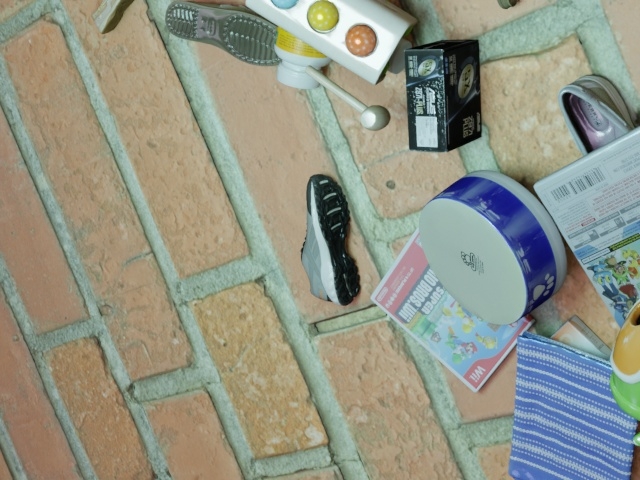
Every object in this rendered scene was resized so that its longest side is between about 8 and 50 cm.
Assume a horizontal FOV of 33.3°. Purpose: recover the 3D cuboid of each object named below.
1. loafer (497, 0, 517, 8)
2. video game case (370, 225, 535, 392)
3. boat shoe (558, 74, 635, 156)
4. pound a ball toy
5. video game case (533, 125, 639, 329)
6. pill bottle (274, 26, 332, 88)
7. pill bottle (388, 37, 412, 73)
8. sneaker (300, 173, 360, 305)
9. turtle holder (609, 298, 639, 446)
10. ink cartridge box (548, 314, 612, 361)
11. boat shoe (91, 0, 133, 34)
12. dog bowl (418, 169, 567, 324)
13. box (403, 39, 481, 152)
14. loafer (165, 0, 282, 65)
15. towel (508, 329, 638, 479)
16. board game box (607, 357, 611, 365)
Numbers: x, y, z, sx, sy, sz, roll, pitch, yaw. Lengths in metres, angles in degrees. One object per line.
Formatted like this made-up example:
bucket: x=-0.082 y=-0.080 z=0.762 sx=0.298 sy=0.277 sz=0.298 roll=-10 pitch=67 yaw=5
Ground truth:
loafer: x=0.335 y=-0.460 z=1.804 sx=0.050 sy=0.056 sz=0.148 roll=25 pitch=118 yaw=32
video game case: x=0.250 y=0.133 z=2.079 sx=0.285 sy=0.025 sz=0.204 roll=41 pitch=124 yaw=15
boat shoe: x=0.500 y=-0.128 z=1.775 sx=0.118 sy=0.103 sz=0.320 roll=-32 pitch=87 yaw=37
pound a ball toy: x=0.017 y=-0.351 z=1.883 sx=0.319 sy=0.136 sz=0.208 roll=33 pitch=112 yaw=5
video game case: x=0.548 y=-0.034 z=1.707 sx=0.329 sy=0.036 sz=0.300 roll=-31 pitch=92 yaw=40
pill bottle: x=-0.024 y=-0.399 z=2.027 sx=0.117 sy=0.117 sz=0.208 roll=24 pitch=118 yaw=25
pill bottle: x=0.096 y=-0.364 z=1.983 sx=0.137 sy=0.078 sz=0.078 roll=29 pitch=120 yaw=23
sneaker: x=0.000 y=0.000 z=2.159 sx=0.108 sy=0.100 sz=0.272 roll=4 pitch=108 yaw=39
turtle holder: x=0.605 y=0.180 z=1.615 sx=0.320 sy=0.243 sz=0.227 roll=10 pitch=114 yaw=28
ink cartridge box: x=0.477 y=0.248 z=1.954 sx=0.179 sy=0.045 sz=0.145 roll=47 pitch=126 yaw=15
boat shoe: x=-0.445 y=-0.518 z=2.303 sx=0.059 sy=0.063 sz=0.170 roll=49 pitch=126 yaw=4
dog bowl: x=0.299 y=0.014 z=1.889 sx=0.265 sy=0.104 sz=0.265 roll=40 pitch=149 yaw=30
box: x=0.218 y=-0.257 z=1.893 sx=0.077 sy=0.147 sz=0.180 roll=6 pitch=108 yaw=32
loafer: x=-0.174 y=-0.426 z=2.140 sx=0.268 sy=0.092 sz=0.102 roll=21 pitch=119 yaw=9
towel: x=0.455 y=0.344 z=1.953 sx=0.243 sy=0.040 sz=0.336 roll=20 pitch=126 yaw=35
board game box: x=0.689 y=0.202 z=1.774 sx=0.254 sy=0.079 sz=0.336 roll=51 pitch=126 yaw=10
